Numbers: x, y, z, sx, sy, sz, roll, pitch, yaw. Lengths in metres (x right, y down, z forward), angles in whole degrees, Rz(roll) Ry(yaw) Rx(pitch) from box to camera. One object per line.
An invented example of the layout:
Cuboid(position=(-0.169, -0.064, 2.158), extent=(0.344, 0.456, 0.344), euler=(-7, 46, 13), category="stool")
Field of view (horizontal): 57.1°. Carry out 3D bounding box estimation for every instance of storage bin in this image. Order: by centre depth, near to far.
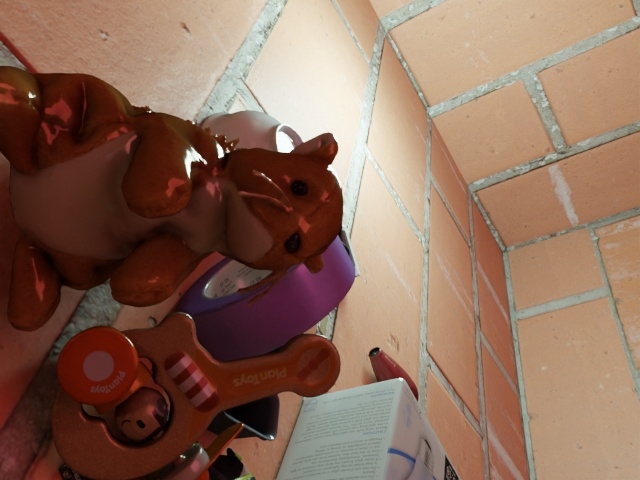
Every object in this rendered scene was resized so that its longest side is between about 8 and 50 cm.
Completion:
Cuboid(position=(-0.139, 0.253, 0.911), extent=(0.135, 0.091, 0.098), euler=(47, 35, -40), category="storage bin")

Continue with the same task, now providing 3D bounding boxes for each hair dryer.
Cuboid(position=(0.178, 0.402, 1.427), extent=(0.223, 0.080, 0.294), euler=(11, 62, -60), category="hair dryer")

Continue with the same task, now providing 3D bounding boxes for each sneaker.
Cuboid(position=(-0.184, 0.340, 0.810), extent=(0.097, 0.084, 0.234), euler=(55, 18, 26), category="sneaker")

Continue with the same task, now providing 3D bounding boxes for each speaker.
Cuboid(position=(0.057, 0.033, 1.481), extent=(0.055, 0.055, 0.136), euler=(-3, 75, -63), category="speaker")

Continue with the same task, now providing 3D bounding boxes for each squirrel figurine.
Cuboid(position=(-0.161, -0.070, 0.749), extent=(0.397, 0.369, 0.281), euler=(-104, -164, -72), category="squirrel figurine")

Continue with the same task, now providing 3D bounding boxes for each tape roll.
Cuboid(position=(-0.084, 0.072, 0.934), extent=(0.090, 0.274, 0.275), euler=(60, 28, -17), category="tape roll")

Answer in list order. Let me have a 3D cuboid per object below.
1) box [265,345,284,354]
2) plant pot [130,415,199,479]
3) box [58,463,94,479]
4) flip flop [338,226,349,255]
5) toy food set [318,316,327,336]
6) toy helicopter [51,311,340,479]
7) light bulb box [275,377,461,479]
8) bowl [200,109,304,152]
Cuboid(position=(-0.079, 0.197, 1.097), extent=(0.083, 0.062, 0.052), euler=(55, 32, -29), category="box")
Cuboid(position=(-0.218, 0.262, 0.781), extent=(0.079, 0.083, 0.083), euler=(57, 27, 0), category="plant pot")
Cuboid(position=(-0.271, 0.294, 0.711), extent=(0.067, 0.018, 0.083), euler=(-25, 95, -64), category="box")
Cuboid(position=(0.000, 0.000, 1.336), extent=(0.112, 0.080, 0.277), euler=(-52, 153, -12), category="flip flop")
Cuboid(position=(-0.053, 0.111, 1.246), extent=(0.192, 0.038, 0.132), euler=(52, 24, -21), category="toy food set")
Cuboid(position=(-0.137, 0.200, 0.726), extent=(0.354, 0.140, 0.235), euler=(-9, 86, -21), category="toy helicopter")
Cuboid(position=(0.096, 0.509, 1.031), extent=(0.358, 0.225, 0.361), euler=(60, 27, -20), category="light bulb box")
Cuboid(position=(-0.105, -0.151, 1.213), extent=(0.298, 0.134, 0.298), euler=(42, 37, -43), category="bowl")
